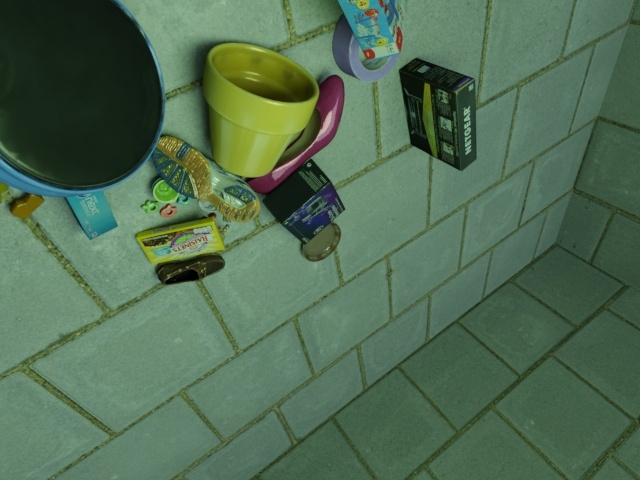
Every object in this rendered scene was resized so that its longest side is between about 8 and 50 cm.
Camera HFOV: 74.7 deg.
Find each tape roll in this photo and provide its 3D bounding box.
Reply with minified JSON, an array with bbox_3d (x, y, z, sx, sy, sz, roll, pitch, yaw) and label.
[{"bbox_3d":[0.130,-0.541,1.151,0.188,0.080,0.189,-24,135,-26],"label":"tape roll"}]

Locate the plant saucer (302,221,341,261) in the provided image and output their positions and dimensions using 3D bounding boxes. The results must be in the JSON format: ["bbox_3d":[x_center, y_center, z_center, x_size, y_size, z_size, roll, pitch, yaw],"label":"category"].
[{"bbox_3d":[0.000,0.000,1.513,0.168,0.029,0.169,-23,135,-25],"label":"plant saucer"}]

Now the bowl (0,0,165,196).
[{"bbox_3d":[-0.444,-0.270,0.742,0.391,0.077,0.392,-29,124,-54],"label":"bowl"}]

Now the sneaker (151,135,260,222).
[{"bbox_3d":[-0.288,-0.155,1.065,0.296,0.131,0.112,38,102,-22],"label":"sneaker"}]

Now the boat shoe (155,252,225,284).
[{"bbox_3d":[-0.372,0.091,1.231,0.206,0.073,0.073,-12,128,-36],"label":"boat shoe"}]

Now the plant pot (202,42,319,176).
[{"bbox_3d":[-0.159,-0.290,0.992,0.253,0.254,0.239,-10,143,-35],"label":"plant pot"}]

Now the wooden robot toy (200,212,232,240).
[{"bbox_3d":[-0.307,-0.022,1.189,0.173,0.079,0.076,-29,137,-21],"label":"wooden robot toy"}]

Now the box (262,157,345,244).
[{"bbox_3d":[-0.039,-0.105,1.262,0.184,0.103,0.261,-39,162,2],"label":"box"}]

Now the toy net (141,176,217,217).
[{"bbox_3d":[-0.344,-0.102,1.118,0.232,0.045,0.122,7,116,-44],"label":"toy net"}]

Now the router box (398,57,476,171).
[{"bbox_3d":[0.383,-0.403,1.357,0.081,0.243,0.309,-37,140,-11],"label":"router box"}]

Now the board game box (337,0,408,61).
[{"bbox_3d":[0.109,-0.625,0.914,0.302,0.086,0.309,38,58,-56],"label":"board game box"}]

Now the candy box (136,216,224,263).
[{"bbox_3d":[-0.373,0.002,1.132,0.205,0.027,0.105,-12,136,-2],"label":"candy box"}]

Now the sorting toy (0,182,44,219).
[{"bbox_3d":[-0.558,-0.189,0.849,0.307,0.041,0.229,-44,153,-4],"label":"sorting toy"}]

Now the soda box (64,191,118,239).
[{"bbox_3d":[-0.516,-0.100,0.912,0.071,0.067,0.210,-33,153,-28],"label":"soda box"}]

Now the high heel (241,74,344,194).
[{"bbox_3d":[-0.073,-0.284,1.140,0.181,0.127,0.378,0,123,-50],"label":"high heel"}]
